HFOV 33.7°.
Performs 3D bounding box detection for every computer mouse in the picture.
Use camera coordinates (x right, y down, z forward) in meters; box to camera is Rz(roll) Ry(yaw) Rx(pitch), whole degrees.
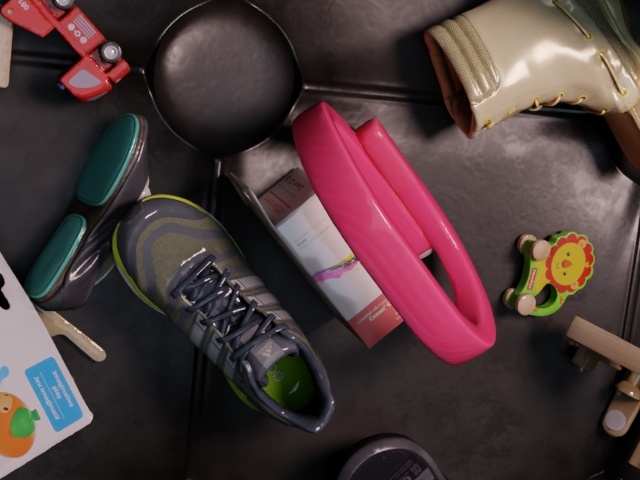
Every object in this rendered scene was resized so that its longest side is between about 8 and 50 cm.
[{"bbox_3d":[0.088,0.303,1.156,0.188,0.072,0.272,-39,122,-8],"label":"computer mouse"}]

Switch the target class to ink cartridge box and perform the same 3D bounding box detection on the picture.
[{"bbox_3d":[0.000,0.000,1.035,0.067,0.115,0.198,-39,110,-5],"label":"ink cartridge box"}]

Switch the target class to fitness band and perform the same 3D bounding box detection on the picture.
[{"bbox_3d":[0.073,-0.010,1.008,0.054,0.209,0.291,-32,112,18],"label":"fitness band"}]

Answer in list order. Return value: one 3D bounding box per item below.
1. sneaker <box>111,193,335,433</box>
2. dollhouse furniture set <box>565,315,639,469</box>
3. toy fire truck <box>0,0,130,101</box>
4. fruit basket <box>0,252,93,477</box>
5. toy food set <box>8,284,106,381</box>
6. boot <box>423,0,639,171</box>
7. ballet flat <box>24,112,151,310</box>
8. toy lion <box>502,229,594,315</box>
[{"bbox_3d":[-0.078,0.073,1.009,0.111,0.121,0.300,-47,119,-10],"label":"sneaker"},{"bbox_3d":[0.335,0.179,1.162,0.151,0.144,0.123,23,95,-56],"label":"dollhouse furniture set"},{"bbox_3d":[-0.280,-0.185,0.948,0.135,0.047,0.192,-42,111,-5],"label":"toy fire truck"},{"bbox_3d":[-0.354,0.063,0.806,0.353,0.165,0.327,-28,89,-54],"label":"fruit basket"},{"bbox_3d":[-0.305,0.151,1.013,0.132,0.038,0.192,40,88,-20],"label":"toy food set"},{"bbox_3d":[0.239,-0.149,1.090,0.203,0.095,0.262,-32,107,-9],"label":"boot"},{"bbox_3d":[-0.206,-0.022,0.999,0.074,0.074,0.203,29,85,-20],"label":"ballet flat"},{"bbox_3d":[0.259,0.036,1.171,0.096,0.034,0.100,11,98,-26],"label":"toy lion"}]
